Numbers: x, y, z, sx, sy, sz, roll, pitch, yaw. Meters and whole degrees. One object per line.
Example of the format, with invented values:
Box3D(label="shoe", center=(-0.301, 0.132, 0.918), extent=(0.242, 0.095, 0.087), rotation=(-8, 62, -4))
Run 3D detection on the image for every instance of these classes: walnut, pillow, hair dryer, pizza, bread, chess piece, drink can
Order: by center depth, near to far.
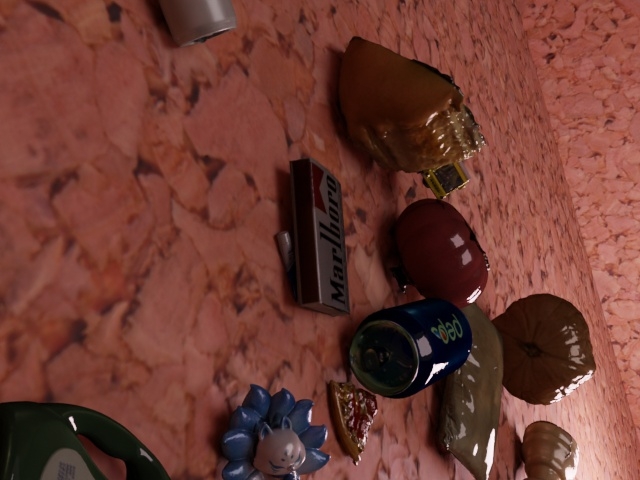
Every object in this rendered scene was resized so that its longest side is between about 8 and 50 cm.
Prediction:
Box3D(label="hair dryer", center=(-0.113, -0.292, 0.748), extent=(0.236, 0.073, 0.131), rotation=(-54, 127, -65))
Box3D(label="pizza", center=(0.040, 0.207, 0.835), extent=(0.099, 0.029, 0.100), rotation=(57, 35, -30))
Box3D(label="drink can", center=(0.125, 0.143, 0.921), extent=(0.204, 0.118, 0.118), rotation=(-2, 81, -62))
Box3D(label="bread", center=(0.100, -0.181, 0.998), extent=(0.133, 0.251, 0.174), rotation=(-50, 138, -1))
Box3D(label="pillow", center=(0.260, 0.242, 1.163), extent=(0.185, 0.074, 0.303), rotation=(49, 42, -37))
Box3D(label="chess piece", center=(0.435, 0.520, 1.335), extent=(0.307, 0.124, 0.139), rotation=(-55, 159, -48))
Box3D(label="walnut", center=(0.445, 0.218, 1.366), extent=(0.228, 0.227, 0.228), rotation=(31, 53, -52))

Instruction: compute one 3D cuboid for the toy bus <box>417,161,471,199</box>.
Box3D(label="toy bus", center=(0.174, -0.166, 1.123), extent=(0.081, 0.074, 0.226), rotation=(50, 18, -40))

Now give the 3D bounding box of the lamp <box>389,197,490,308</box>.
Box3D(label="lamp", center=(0.179, 0.025, 1.053), extent=(0.182, 0.140, 0.182), rotation=(57, 14, -22))

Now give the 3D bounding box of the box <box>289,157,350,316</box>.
Box3D(label="box", center=(0.000, 0.000, 0.829), extent=(0.115, 0.035, 0.178), rotation=(32, 51, -65))

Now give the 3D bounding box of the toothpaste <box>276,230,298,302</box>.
Box3D(label="toothpaste", center=(-0.033, 0.030, 0.795), extent=(0.024, 0.015, 0.083), rotation=(-32, 112, -52))

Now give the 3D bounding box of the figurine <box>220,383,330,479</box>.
Box3D(label="figurine", center=(-0.047, 0.184, 0.640), extent=(0.114, 0.079, 0.114), rotation=(-2, 97, -18))

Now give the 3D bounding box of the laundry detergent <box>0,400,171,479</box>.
Box3D(label="laundry detergent", center=(-0.152, 0.194, 0.473), extent=(0.211, 0.062, 0.137), rotation=(41, 39, -47))
